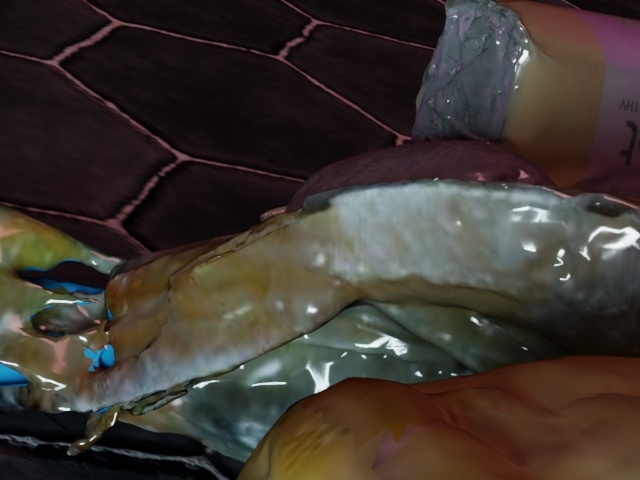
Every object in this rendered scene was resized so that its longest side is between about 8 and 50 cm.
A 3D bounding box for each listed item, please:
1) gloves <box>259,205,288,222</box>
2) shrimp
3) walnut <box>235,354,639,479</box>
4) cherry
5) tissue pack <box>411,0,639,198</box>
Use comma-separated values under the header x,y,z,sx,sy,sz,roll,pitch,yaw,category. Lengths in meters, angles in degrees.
x,y,z,sx,sy,sz,roll,pitch,yaw,category
0.000,-0.002,1.156,0.081,0.037,0.044,7,-11,-18,gloves
0.009,0.046,0.811,0.446,0.221,0.110,5,49,15,shrimp
0.075,0.180,0.458,0.306,0.306,0.344,4,38,-36,walnut
0.052,0.022,0.992,0.140,0.176,0.176,56,3,-31,cherry
0.172,-0.038,1.161,0.257,0.215,0.123,3,18,-38,tissue pack
